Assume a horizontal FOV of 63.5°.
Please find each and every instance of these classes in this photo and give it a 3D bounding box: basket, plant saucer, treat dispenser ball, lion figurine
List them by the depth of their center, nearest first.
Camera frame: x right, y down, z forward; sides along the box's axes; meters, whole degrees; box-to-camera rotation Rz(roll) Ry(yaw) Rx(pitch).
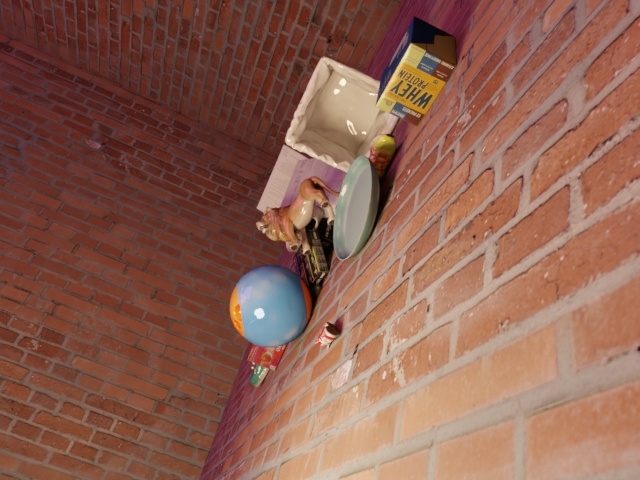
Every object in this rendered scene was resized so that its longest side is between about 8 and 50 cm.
[{"bbox_3d":[0.108,-0.094,1.543,0.317,0.043,0.318,-169,90,-76],"label":"plant saucer"},{"bbox_3d":[-0.175,0.230,1.819,0.288,0.288,0.288,-157,90,-82],"label":"treat dispenser ball"},{"bbox_3d":[-0.066,-0.112,1.853,0.392,0.142,0.240,-45,50,28],"label":"lion figurine"},{"bbox_3d":[0.086,-0.447,1.870,0.266,0.331,0.328,-85,20,-72],"label":"basket"}]

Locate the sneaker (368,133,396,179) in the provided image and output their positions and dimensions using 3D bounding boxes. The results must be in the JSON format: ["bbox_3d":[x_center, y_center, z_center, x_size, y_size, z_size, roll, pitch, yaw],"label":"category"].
[{"bbox_3d":[0.180,-0.235,1.598,0.208,0.081,0.094,113,166,-45],"label":"sneaker"}]

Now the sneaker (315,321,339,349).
[{"bbox_3d":[0.017,0.257,1.358,0.067,0.042,0.118,-63,1,1],"label":"sneaker"}]

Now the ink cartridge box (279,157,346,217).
[{"bbox_3d":[0.021,-0.221,2.097,0.071,0.330,0.324,63,-147,-41],"label":"ink cartridge box"}]

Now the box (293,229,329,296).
[{"bbox_3d":[-0.039,0.090,1.932,0.184,0.045,0.191,-56,38,43],"label":"box"}]

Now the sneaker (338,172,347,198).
[{"bbox_3d":[0.107,-0.164,1.841,0.229,0.087,0.092,-73,1,-58],"label":"sneaker"}]

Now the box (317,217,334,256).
[{"bbox_3d":[0.000,0.000,2.061,0.147,0.077,0.180,-76,12,-47],"label":"box"}]

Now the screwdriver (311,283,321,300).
[{"bbox_3d":[-0.028,0.214,1.880,0.025,0.024,0.170,-35,-22,-39],"label":"screwdriver"}]

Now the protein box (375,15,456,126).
[{"bbox_3d":[0.266,-0.473,1.447,0.200,0.136,0.201,-76,12,-46],"label":"protein box"}]

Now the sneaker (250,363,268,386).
[{"bbox_3d":[-0.260,0.479,2.258,0.108,0.121,0.302,150,143,-77],"label":"sneaker"}]

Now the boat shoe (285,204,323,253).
[{"bbox_3d":[-0.075,-0.029,2.009,0.258,0.095,0.084,-61,6,40],"label":"boat shoe"}]

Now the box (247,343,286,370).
[{"bbox_3d":[-0.187,0.371,2.078,0.128,0.122,0.257,-100,34,-77],"label":"box"}]

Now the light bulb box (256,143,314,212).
[{"bbox_3d":[-0.092,-0.293,2.605,0.361,0.225,0.358,-63,-12,25],"label":"light bulb box"}]
